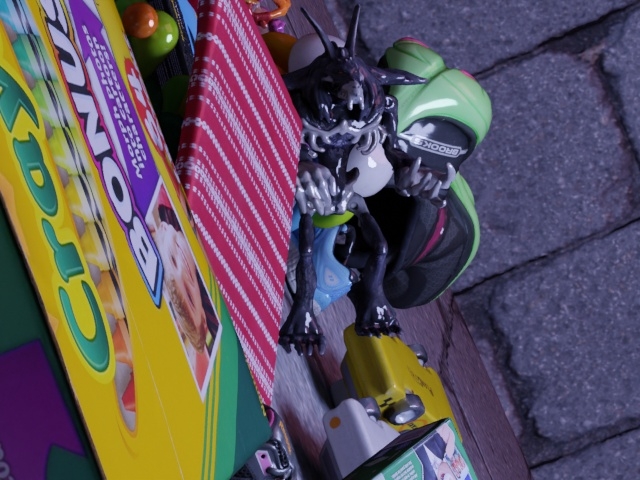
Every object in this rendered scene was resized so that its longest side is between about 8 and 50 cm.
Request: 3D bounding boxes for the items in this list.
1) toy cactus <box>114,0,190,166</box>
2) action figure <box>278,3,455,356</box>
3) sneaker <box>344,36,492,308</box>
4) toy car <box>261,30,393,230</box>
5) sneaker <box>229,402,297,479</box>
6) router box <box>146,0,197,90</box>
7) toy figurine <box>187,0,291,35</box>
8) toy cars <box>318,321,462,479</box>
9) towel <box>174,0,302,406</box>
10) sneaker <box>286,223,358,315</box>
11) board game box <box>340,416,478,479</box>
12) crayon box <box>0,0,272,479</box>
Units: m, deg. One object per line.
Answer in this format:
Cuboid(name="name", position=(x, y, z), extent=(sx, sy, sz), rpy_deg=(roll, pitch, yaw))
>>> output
Cuboid(name="toy cactus", position=(-0.125, -0.061, 1.204), extent=(0.219, 0.112, 0.180), rpy_deg=(4, 82, -84))
Cuboid(name="action figure", position=(0.025, -0.049, 1.597), extent=(0.141, 0.164, 0.275), rpy_deg=(-150, -124, -65))
Cuboid(name="sneaker", position=(0.066, -0.045, 2.173), extent=(0.185, 0.202, 0.483), rpy_deg=(38, -19, 19))
Cuboid(name="toy car", position=(-0.036, -0.087, 1.711), extent=(0.136, 0.159, 0.182), rpy_deg=(-31, 100, -47))
Cuboid(name="sneaker", position=(-0.039, 0.128, 1.040), extent=(0.178, 0.077, 0.072), rpy_deg=(41, 23, -23))
Cuboid(name="router box", position=(-0.106, -0.114, 1.554), extent=(0.133, 0.046, 0.179), rpy_deg=(49, 22, -68))
Cuboid(name="toy figurine", position=(-0.078, -0.221, 1.753), extent=(0.159, 0.173, 0.130), rpy_deg=(74, 33, -52))
Cuboid(name="toy cars", position=(0.047, 0.171, 1.675), extent=(0.176, 0.087, 0.393), rpy_deg=(60, 12, -11))
Cuboid(name="towel", position=(-0.060, -0.007, 1.225), extent=(0.199, 0.031, 0.275), rpy_deg=(64, 29, -59))
Cuboid(name="sneaker", position=(0.000, 0.000, 1.861), extent=(0.063, 0.073, 0.162), rpy_deg=(57, 12, -49))
Cuboid(name="board game box", position=(0.052, 0.255, 1.218), extent=(0.317, 0.046, 0.213), rpy_deg=(-25, 92, -64))
Cuboid(name="crayon box", position=(-0.147, -0.044, 0.842), extent=(0.313, 0.106, 0.363), rpy_deg=(-27, 96, -83))
